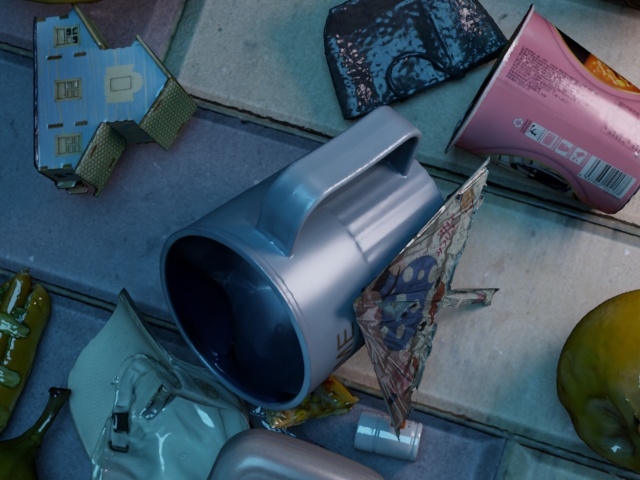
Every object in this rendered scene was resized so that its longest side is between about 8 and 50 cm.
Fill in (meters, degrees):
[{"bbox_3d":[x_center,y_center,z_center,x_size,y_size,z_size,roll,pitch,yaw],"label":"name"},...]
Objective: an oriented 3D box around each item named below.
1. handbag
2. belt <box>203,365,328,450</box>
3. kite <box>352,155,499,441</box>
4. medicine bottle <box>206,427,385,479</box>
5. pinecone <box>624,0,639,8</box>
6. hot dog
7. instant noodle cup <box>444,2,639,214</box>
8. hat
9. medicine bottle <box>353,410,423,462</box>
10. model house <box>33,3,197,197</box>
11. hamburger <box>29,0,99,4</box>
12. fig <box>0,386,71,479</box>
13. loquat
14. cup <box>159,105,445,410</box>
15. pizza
[{"bbox_3d":[0.127,-0.297,1.686,0.270,0.088,0.175,-25,85,0],"label":"handbag"},{"bbox_3d":[-0.082,0.245,1.605,0.071,0.053,0.232,-42,78,-12],"label":"belt"},{"bbox_3d":[0.140,0.079,1.484,0.014,0.368,0.406,24,103,33],"label":"kite"},{"bbox_3d":[-0.068,0.441,1.477,0.282,0.123,0.375,22,97,-4],"label":"medicine bottle"},{"bbox_3d":[0.482,-0.455,1.581,0.242,0.296,0.298,8,97,2],"label":"pinecone"},{"bbox_3d":[-0.467,0.166,1.645,0.109,0.072,0.269,18,82,6],"label":"hot dog"},{"bbox_3d":[0.336,-0.164,1.579,0.255,0.244,0.244,30,82,1],"label":"instant noodle cup"},{"bbox_3d":[-0.227,0.217,1.589,0.258,0.168,0.301,-50,52,26],"label":"hat"},{"bbox_3d":[0.095,0.271,1.581,0.089,0.057,0.057,11,80,7],"label":"medicine bottle"},{"bbox_3d":[-0.289,-0.202,1.647,0.206,0.178,0.271,-6,75,10],"label":"model house"},{"bbox_3d":[-0.368,-0.540,1.607,0.396,0.277,0.395,-2,45,2],"label":"hamburger"},{"bbox_3d":[-0.438,0.335,1.553,0.217,0.217,0.321,37,70,11],"label":"fig"},{"bbox_3d":[0.431,0.178,1.495,0.244,0.244,0.244,-1,79,5],"label":"loquat"},{"bbox_3d":[-0.015,-0.002,1.470,0.257,0.331,0.311,17,40,39],"label":"cup"},{"bbox_3d":[-0.049,0.198,1.556,0.185,0.176,0.036,32,113,10],"label":"pizza"}]
